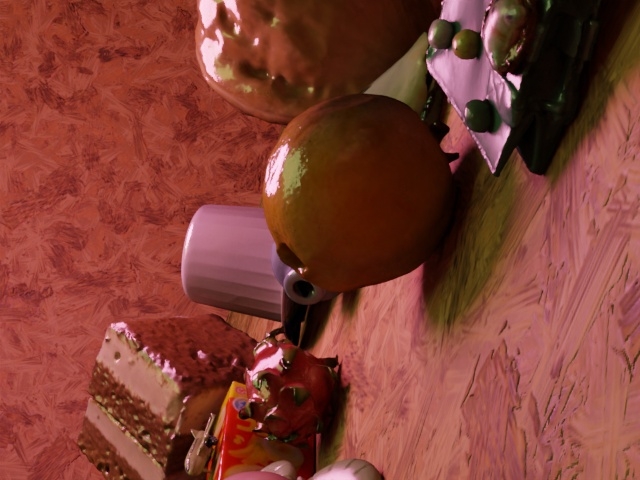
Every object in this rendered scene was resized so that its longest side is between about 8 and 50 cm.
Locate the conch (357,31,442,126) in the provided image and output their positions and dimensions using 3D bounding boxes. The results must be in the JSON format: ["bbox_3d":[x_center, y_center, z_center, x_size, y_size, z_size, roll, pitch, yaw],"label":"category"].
[{"bbox_3d":[0.106,-0.161,1.307,0.250,0.137,0.143,-48,-9,22],"label":"conch"}]

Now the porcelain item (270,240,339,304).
[{"bbox_3d":[0.000,0.000,1.514,0.259,0.141,0.141,-71,5,-53],"label":"porcelain item"}]

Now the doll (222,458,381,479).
[{"bbox_3d":[-0.055,0.364,1.045,0.284,0.216,0.268,-16,31,52],"label":"doll"}]

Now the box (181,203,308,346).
[{"bbox_3d":[-0.128,0.055,1.706,0.262,0.206,0.291,-61,-22,-62],"label":"box"}]

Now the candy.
[{"bbox_3d":[-0.085,0.331,1.329,0.276,0.146,0.088,-88,20,-63],"label":"candy"}]

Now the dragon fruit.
[{"bbox_3d":[-0.043,0.201,1.357,0.236,0.137,0.135,-87,21,-66],"label":"dragon fruit"}]

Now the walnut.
[{"bbox_3d":[-0.017,-0.329,1.503,0.383,0.383,0.384,-162,90,-81],"label":"walnut"}]

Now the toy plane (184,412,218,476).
[{"bbox_3d":[-0.168,0.295,1.314,0.111,0.040,0.102,-98,28,-67],"label":"toy plane"}]

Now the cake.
[{"bbox_3d":[-0.231,0.290,1.602,0.282,0.255,0.290,31,112,38],"label":"cake"}]

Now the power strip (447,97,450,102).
[{"bbox_3d":[0.192,-0.286,1.138,0.027,0.060,0.253,164,124,-79],"label":"power strip"}]

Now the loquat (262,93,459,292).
[{"bbox_3d":[0.041,-0.056,1.080,0.193,0.238,0.238,-177,105,-73],"label":"loquat"}]

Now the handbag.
[{"bbox_3d":[0.175,-0.235,0.885,0.274,0.100,0.269,-98,18,-56],"label":"handbag"}]
